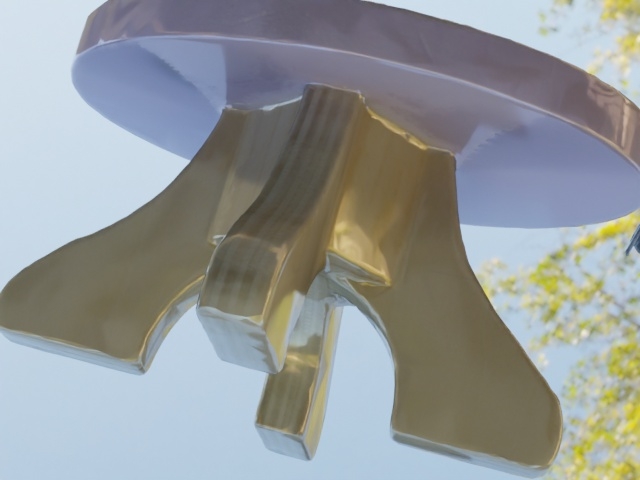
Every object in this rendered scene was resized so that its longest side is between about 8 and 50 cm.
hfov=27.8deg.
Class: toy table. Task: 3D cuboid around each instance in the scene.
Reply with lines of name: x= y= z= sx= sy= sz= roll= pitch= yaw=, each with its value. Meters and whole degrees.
toy table: x=0.000 y=0.000 z=0.585 sx=0.274 sy=0.252 sz=0.161 roll=9 pitch=-110 yaw=19

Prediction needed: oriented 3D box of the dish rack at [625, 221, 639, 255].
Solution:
dish rack: x=0.262 y=-0.023 z=0.591 sx=0.208 sy=0.271 sz=0.074 roll=11 pitch=-120 yaw=0
